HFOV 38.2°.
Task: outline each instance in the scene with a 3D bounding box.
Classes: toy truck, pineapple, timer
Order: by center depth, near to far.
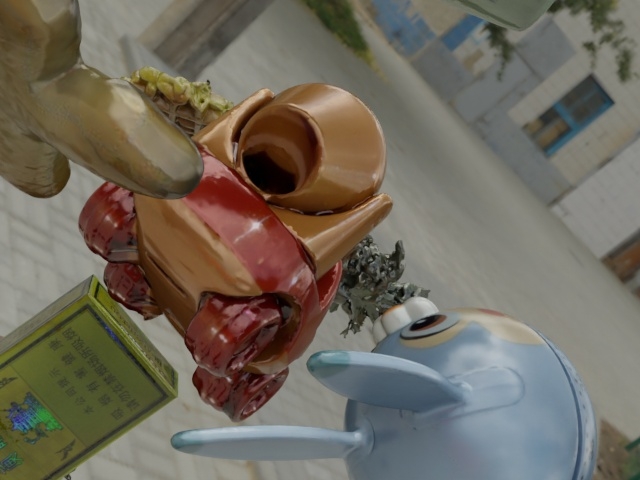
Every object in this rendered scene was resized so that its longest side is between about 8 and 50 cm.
[{"bbox_3d":[0.056,0.096,0.564,0.255,0.175,0.175,35,21,-25],"label":"timer"},{"bbox_3d":[-0.052,-0.003,0.782,0.189,0.239,0.265,44,-20,16],"label":"toy truck"},{"bbox_3d":[0.000,0.000,1.040,0.361,0.175,0.175,53,8,-51],"label":"pineapple"}]

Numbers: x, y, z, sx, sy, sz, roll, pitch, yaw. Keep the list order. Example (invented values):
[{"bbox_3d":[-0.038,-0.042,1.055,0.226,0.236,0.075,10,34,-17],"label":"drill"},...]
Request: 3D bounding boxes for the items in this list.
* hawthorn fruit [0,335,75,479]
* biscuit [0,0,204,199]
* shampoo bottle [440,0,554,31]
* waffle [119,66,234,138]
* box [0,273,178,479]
[{"bbox_3d":[-0.482,0.230,1.229,0.369,0.285,0.284,45,15,12],"label":"hawthorn fruit"},{"bbox_3d":[-0.162,-0.087,0.501,0.207,0.047,0.164,4,-48,52],"label":"biscuit"},{"bbox_3d":[-0.002,-0.253,0.613,0.359,0.078,0.134,24,-22,-4],"label":"shampoo bottle"},{"bbox_3d":[-0.176,-0.178,1.337,0.248,0.056,0.253,10,-14,27],"label":"waffle"},{"bbox_3d":[-0.269,0.154,0.912,0.141,0.220,0.064,53,3,-21],"label":"box"}]
